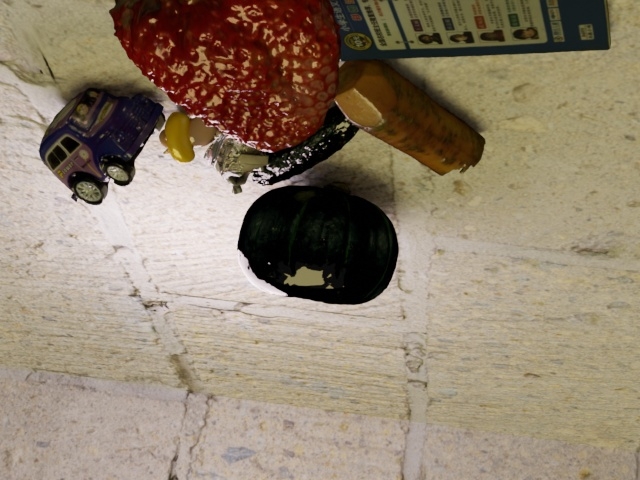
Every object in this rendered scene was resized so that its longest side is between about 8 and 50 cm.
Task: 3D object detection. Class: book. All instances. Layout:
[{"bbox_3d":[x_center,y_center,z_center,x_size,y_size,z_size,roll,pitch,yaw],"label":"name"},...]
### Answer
[{"bbox_3d":[0.190,-0.365,1.683,0.427,0.039,0.300,1,151,18],"label":"book"}]

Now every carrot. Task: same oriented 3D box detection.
[{"bbox_3d":[0.147,-0.199,1.949,0.301,0.114,0.114,30,148,-34],"label":"carrot"}]

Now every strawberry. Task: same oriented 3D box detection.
[{"bbox_3d":[-0.114,-0.274,1.665,0.312,0.267,0.351,2,132,42],"label":"strawberry"}]

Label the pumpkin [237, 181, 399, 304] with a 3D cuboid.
[{"bbox_3d":[0.000,0.000,2.256,0.315,0.239,0.315,10,176,1],"label":"pumpkin"}]

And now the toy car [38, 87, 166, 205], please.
[{"bbox_3d":[-0.399,-0.188,2.121,0.158,0.172,0.235,41,138,-22],"label":"toy car"}]

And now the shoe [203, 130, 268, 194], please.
[{"bbox_3d":[-0.144,-0.156,2.111,0.089,0.092,0.180,-19,164,-37],"label":"shoe"}]

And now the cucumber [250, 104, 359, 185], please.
[{"bbox_3d":[-0.020,-0.170,2.098,0.303,0.072,0.081,-22,102,48],"label":"cucumber"}]

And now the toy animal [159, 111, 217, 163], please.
[{"bbox_3d":[-0.247,-0.203,2.136,0.091,0.114,0.082,54,170,-25],"label":"toy animal"}]
